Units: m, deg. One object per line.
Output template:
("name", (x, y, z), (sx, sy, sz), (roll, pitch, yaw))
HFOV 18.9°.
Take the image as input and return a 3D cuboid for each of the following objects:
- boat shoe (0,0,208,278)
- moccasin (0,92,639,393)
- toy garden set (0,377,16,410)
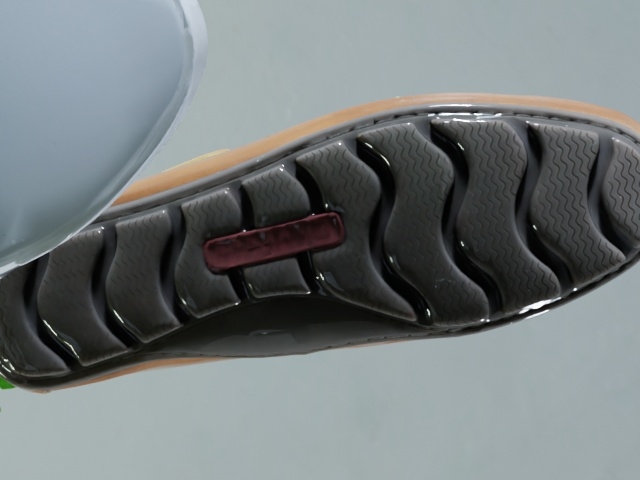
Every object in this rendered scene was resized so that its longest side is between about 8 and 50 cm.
("boat shoe", (-0.161, -0.010, 0.724), (0.306, 0.105, 0.113), (-39, 88, 18))
("moccasin", (0.001, 0.003, 1.060), (0.380, 0.147, 0.139), (-18, 96, 12))
("toy garden set", (-0.309, 0.079, 1.518), (0.049, 0.244, 0.203), (-7, 118, 26))
